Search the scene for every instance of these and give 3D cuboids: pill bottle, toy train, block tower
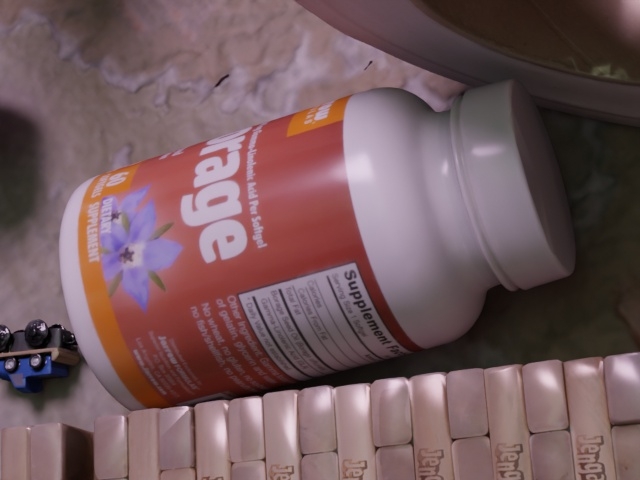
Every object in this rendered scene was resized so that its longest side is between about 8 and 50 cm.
[{"bbox_3d":[0.000,0.000,0.750,0.216,0.121,0.121,-17,70,17],"label":"pill bottle"},{"bbox_3d":[-0.197,0.069,0.865,0.158,0.027,0.036,-9,75,21],"label":"toy train"},{"bbox_3d":[0.007,0.117,0.730,0.335,0.097,0.091,-9,73,19],"label":"block tower"}]

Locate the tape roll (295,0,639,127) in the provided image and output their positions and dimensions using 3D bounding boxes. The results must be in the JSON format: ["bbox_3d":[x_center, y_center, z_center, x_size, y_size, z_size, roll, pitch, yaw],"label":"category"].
[{"bbox_3d":[0.116,-0.131,0.649,0.286,0.286,0.100,11,79,25],"label":"tape roll"}]
